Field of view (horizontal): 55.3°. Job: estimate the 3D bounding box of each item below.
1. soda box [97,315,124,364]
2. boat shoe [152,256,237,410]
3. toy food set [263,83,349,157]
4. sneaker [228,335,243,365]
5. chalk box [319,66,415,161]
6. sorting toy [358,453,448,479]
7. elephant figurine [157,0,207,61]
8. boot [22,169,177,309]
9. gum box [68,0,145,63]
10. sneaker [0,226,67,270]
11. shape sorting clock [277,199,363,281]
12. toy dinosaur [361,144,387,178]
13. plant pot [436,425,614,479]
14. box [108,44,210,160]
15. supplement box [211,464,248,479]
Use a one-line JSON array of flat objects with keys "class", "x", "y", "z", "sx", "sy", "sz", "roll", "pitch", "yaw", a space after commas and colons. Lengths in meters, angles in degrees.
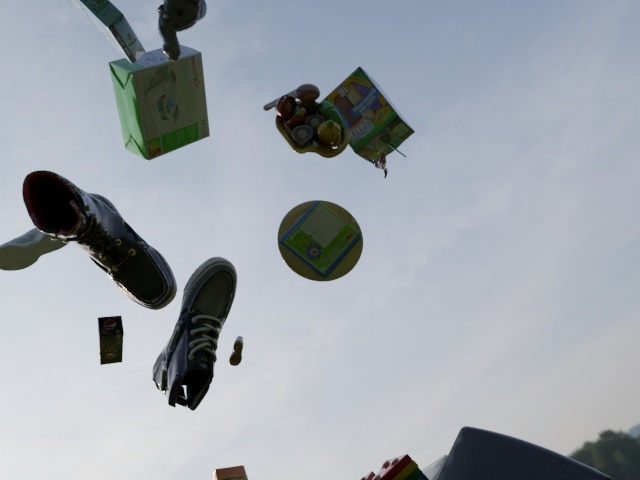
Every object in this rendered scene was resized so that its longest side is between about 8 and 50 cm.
[{"class": "soda box", "x": -0.524, "y": 0.251, "z": 1.526, "sx": 0.060, "sy": 0.053, "sz": 0.169, "roll": -3, "pitch": -34, "yaw": -21}, {"class": "boat shoe", "x": -0.259, "y": 0.214, "z": 1.364, "sx": 0.127, "sy": 0.158, "sz": 0.341, "roll": 19, "pitch": -83, "yaw": -33}, {"class": "toy food set", "x": -0.028, "y": -0.261, "z": 1.247, "sx": 0.128, "sy": 0.218, "sz": 0.071, "roll": -26, "pitch": -32, "yaw": -19}, {"class": "sneaker", "x": -0.206, "y": 0.275, "z": 1.522, "sx": 0.031, "sy": 0.037, "sz": 0.083, "roll": 17, "pitch": -63, "yaw": -7}, {"class": "chalk box", "x": 0.122, "y": -0.270, "z": 1.431, "sx": 0.132, "sy": 0.213, "sz": 0.132, "roll": -39, "pitch": -23, "yaw": 16}, {"class": "sorting toy", "x": 0.099, "y": 0.507, "z": 1.138, "sx": 0.255, "sy": 0.089, "sz": 0.257, "roll": -47, "pitch": -10, "yaw": 30}, {"class": "elephant figurine", "x": -0.328, "y": -0.561, "z": 1.406, "sx": 0.186, "sy": 0.239, "sz": 0.169, "roll": -40, "pitch": 2, "yaw": 23}, {"class": "boot", "x": -0.515, "y": 0.000, "z": 1.434, "sx": 0.138, "sy": 0.377, "sz": 0.284, "roll": -40, "pitch": -16, "yaw": -2}, {"class": "gum box", "x": -0.425, "y": -0.438, "z": 1.151, "sx": 0.041, "sy": 0.184, "sz": 0.157, "roll": -46, "pitch": -5, "yaw": -6}, {"class": "sneaker", "x": -0.734, "y": 0.005, "z": 1.553, "sx": 0.212, "sy": 0.094, "sz": 0.080, "roll": -22, "pitch": -51, "yaw": -5}, {"class": "shape sorting clock", "x": 0.000, "y": 0.000, "z": 1.448, "sx": 0.206, "sy": 0.206, "sz": 0.040, "roll": -19, "pitch": -21, "yaw": -14}, {"class": "toy dinosaur", "x": 0.127, "y": -0.161, "z": 1.240, "sx": 0.047, "sy": 0.082, "sz": 0.090, "roll": -39, "pitch": -70, "yaw": 11}, {"class": "plant pot", "x": 0.210, "y": 0.300, "z": 0.554, "sx": 0.187, "sy": 0.188, "sz": 0.167, "roll": -52, "pitch": 14, "yaw": -31}, {"class": "box", "x": -0.451, "y": -0.397, "z": 1.743, "sx": 0.231, "sy": 0.126, "sz": 0.262, "roll": -30, "pitch": -45, "yaw": -37}, {"class": "supplement box", "x": -0.180, "y": 0.618, "z": 1.349, "sx": 0.078, "sy": 0.233, "sz": 0.080, "roll": 3, "pitch": -56, "yaw": -27}]
